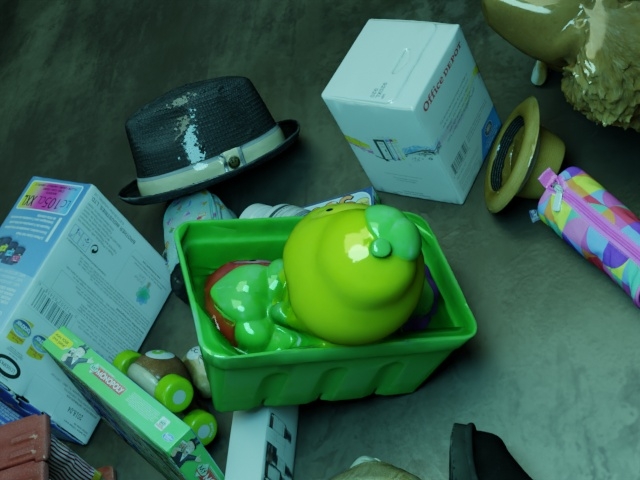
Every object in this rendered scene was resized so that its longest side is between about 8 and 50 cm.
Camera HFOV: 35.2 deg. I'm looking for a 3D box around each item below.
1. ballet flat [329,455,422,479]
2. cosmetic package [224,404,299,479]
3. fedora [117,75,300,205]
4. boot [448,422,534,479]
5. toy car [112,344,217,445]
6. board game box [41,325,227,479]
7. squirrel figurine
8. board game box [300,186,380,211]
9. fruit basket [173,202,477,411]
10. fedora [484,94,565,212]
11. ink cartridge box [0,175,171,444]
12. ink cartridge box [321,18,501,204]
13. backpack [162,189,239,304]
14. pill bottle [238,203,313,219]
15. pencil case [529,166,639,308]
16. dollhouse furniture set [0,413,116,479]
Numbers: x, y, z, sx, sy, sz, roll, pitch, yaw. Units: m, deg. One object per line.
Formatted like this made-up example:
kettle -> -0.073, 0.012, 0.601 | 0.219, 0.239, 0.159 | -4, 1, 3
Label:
ballet flat -> 0.024, 0.336, 1.246 | 0.342, 0.116, 0.124 | -36, 11, 34
cosmetic package -> -0.076, 0.259, 1.413 | 0.060, 0.099, 0.239 | -10, 52, 19
fedora -> -0.208, -0.187, 1.716 | 0.334, 0.152, 0.334 | -19, 15, 5
boot -> 0.274, 0.325, 1.132 | 0.260, 0.131, 0.348 | 4, 18, 2
toy car -> -0.185, 0.188, 1.511 | 0.188, 0.149, 0.155 | -44, 35, -24
board game box -> -0.250, 0.262, 1.423 | 0.046, 0.213, 0.317 | -43, 46, -21
squirrel figurine -> 0.388, -0.299, 1.463 | 0.281, 0.370, 0.397 | -28, 75, 6
board game box -> 0.000, 0.000, 1.616 | 0.201, 0.035, 0.136 | -16, 49, 17
fruit basket -> 0.013, 0.047, 1.283 | 0.392, 0.392, 0.283 | -28, 46, 7
fedora -> 0.307, -0.117, 1.487 | 0.079, 0.194, 0.194 | 19, 58, -7
ink cartridge box -> -0.427, 0.136, 1.583 | 0.151, 0.270, 0.395 | 5, 58, 34
ink cartridge box -> 0.145, -0.200, 1.556 | 0.168, 0.233, 0.171 | 12, 62, 35
backpack -> -0.189, 0.000, 1.668 | 0.152, 0.115, 0.182 | -26, 44, 13
pill bottle -> -0.039, 0.003, 1.536 | 0.180, 0.108, 0.108 | 18, 65, 38
pencil case -> 0.390, -0.007, 1.364 | 0.104, 0.104, 0.236 | -39, 47, -3
dollhouse furniture set -> -0.499, 0.406, 1.459 | 0.374, 0.201, 0.152 | -20, 48, 13
